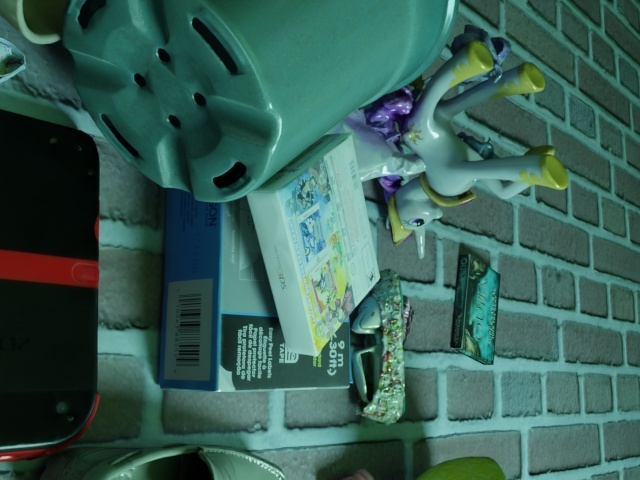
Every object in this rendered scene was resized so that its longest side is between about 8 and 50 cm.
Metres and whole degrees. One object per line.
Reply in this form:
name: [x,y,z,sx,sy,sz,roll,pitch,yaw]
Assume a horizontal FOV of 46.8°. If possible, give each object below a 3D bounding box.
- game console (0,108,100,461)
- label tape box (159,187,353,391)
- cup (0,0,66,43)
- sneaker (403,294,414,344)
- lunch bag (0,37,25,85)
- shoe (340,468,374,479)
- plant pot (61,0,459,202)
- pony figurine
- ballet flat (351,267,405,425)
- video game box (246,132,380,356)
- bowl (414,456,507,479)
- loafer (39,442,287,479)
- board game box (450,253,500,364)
game console: [-0.368,0.027,0.647,0.387,0.060,0.342,11,69,-49]
label tape box: [-0.038,0.068,0.971,0.348,0.115,0.249,10,76,-46]
cup: [-0.264,-0.387,0.671,0.237,0.331,0.331,37,53,-9]
sneaker: [0.129,0.150,1.207,0.057,0.047,0.119,52,48,-45]
lunch bag: [-0.332,-0.164,0.700,0.083,0.071,0.053,2,81,-50]
shoe: [0.061,0.422,1.058,0.081,0.063,0.178,-17,92,-44]
plant pot: [-0.069,-0.235,0.803,0.334,0.341,0.341,-50,120,-40]
pony figurine: [0.153,-0.159,1.106,0.303,0.363,0.351,-38,96,-38]
ballet flat: [0.086,0.158,1.127,0.077,0.091,0.241,5,74,-23]
video game box: [0.000,0.000,0.873,0.187,0.048,0.205,-46,129,-53]
bowl: [0.163,0.452,1.075,0.156,0.289,0.289,8,72,-4]
loafer: [-0.144,0.278,0.807,0.319,0.111,0.112,17,71,-47]
board game box: [0.299,0.133,1.417,0.126,0.026,0.186,29,62,-44]
